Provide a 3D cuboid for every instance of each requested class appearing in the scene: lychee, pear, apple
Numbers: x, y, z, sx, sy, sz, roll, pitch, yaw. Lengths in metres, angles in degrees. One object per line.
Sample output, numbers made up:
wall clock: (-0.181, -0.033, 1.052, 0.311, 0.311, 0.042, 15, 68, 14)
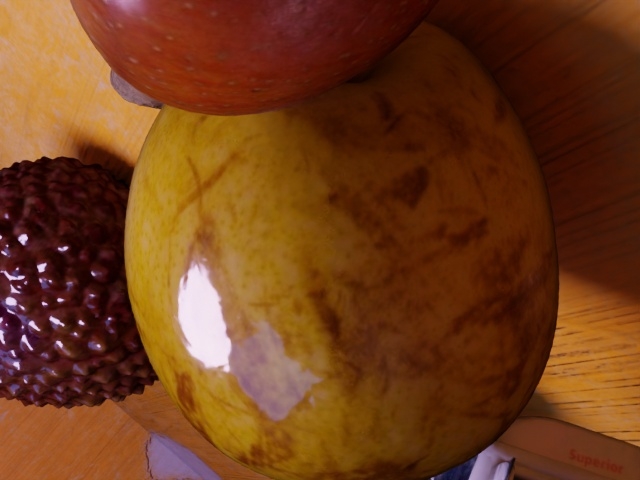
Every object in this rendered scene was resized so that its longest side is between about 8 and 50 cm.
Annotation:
lychee: (-0.306, 0.056, 1.086, 0.330, 0.306, 0.306, 26, 157, -1)
pear: (0.011, 0.006, 0.556, 0.281, 0.280, 0.280, 32, 156, 17)
apple: (-0.017, -0.163, 0.372, 0.173, 0.210, 0.235, 3, 152, -7)

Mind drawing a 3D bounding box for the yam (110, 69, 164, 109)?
yam: (-0.102, -0.171, 0.660, 0.066, 0.066, 0.300, 42, 157, -6)

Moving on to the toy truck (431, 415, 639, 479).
toy truck: (0.244, 0.243, 0.611, 0.388, 0.207, 0.173, 18, 156, -2)
